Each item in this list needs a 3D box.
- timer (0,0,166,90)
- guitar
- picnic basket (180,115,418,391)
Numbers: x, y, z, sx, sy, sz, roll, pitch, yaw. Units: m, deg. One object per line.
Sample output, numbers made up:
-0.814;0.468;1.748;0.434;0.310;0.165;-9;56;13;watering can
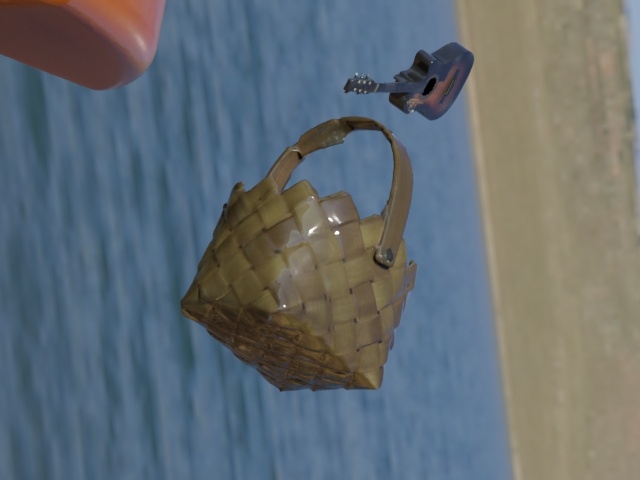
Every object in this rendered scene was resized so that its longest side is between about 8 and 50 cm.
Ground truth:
-0.180;-0.261;1.395;0.250;0.161;0.257;26;73;-66;timer
0.088;-0.166;1.960;0.233;0.025;0.088;-9;132;-57;guitar
0.000;0.000;1.226;0.138;0.128;0.178;43;53;-43;picnic basket
